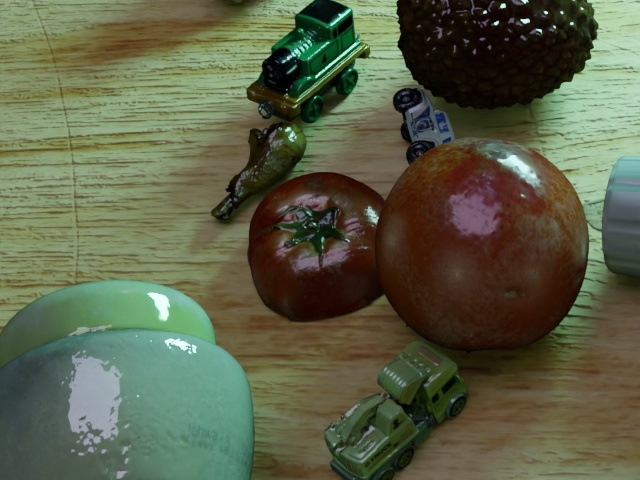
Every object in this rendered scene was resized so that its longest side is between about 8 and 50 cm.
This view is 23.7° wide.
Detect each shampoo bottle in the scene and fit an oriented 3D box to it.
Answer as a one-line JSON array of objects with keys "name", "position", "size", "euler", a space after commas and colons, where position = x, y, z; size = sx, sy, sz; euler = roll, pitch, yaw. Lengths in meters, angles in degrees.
[{"name": "shampoo bottle", "position": [-0.233, 0.230, 1.751], "size": [0.322, 0.322, 0.317], "euler": [-16, 61, 3]}]

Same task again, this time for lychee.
[{"name": "lychee", "position": [0.244, -0.296, 2.065], "size": [0.267, 0.267, 0.267], "euler": [-7, 52, 10]}]

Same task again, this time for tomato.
[{"name": "tomato", "position": [0.200, -0.002, 1.851], "size": [0.265, 0.265, 0.265], "euler": [-7, 52, 10]}, {"name": "tomato", "position": [0.000, -0.003, 2.017], "size": [0.225, 0.085, 0.225], "euler": [-6, 53, 7]}]

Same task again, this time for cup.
[{"name": "cup", "position": [0.448, -0.003, 1.843], "size": [0.202, 0.167, 0.221], "euler": [6, 54, 23]}]

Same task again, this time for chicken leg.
[{"name": "chicken leg", "position": [-0.093, -0.098, 2.130], "size": [0.093, 0.070, 0.178], "euler": [28, 75, 37]}]

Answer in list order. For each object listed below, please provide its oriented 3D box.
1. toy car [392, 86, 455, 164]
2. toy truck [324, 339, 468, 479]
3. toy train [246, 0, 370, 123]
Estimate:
[{"name": "toy car", "position": [0.148, -0.131, 2.072], "size": [0.070, 0.080, 0.171], "euler": [-15, 51, 4]}, {"name": "toy truck", "position": [0.085, 0.201, 1.815], "size": [0.191, 0.116, 0.085], "euler": [-43, 56, -17]}, {"name": "toy train", "position": [-0.017, -0.256, 2.169], "size": [0.091, 0.136, 0.227], "euler": [25, 48, 30]}]
